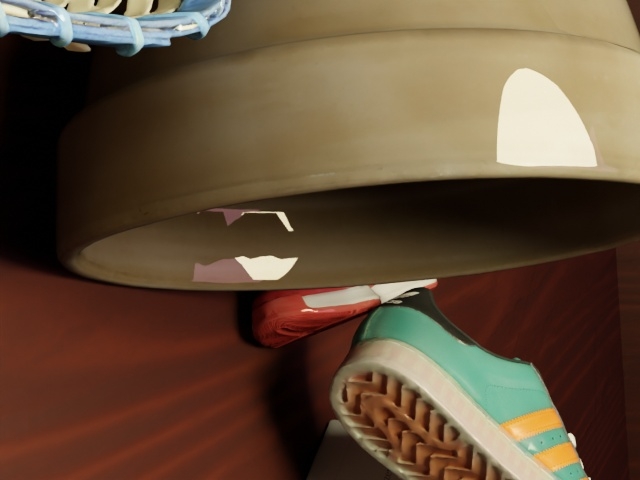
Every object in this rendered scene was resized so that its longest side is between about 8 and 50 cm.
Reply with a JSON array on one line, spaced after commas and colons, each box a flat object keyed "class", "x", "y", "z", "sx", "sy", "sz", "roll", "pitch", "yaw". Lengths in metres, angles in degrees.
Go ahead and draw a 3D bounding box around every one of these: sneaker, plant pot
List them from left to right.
[{"class": "sneaker", "x": 0.000, "y": 0.000, "z": 0.928, "sx": 0.221, "sy": 0.087, "sz": 0.128, "roll": -10, "pitch": 77, "yaw": -64}, {"class": "plant pot", "x": 0.019, "y": -0.131, "z": 0.661, "sx": 0.323, "sy": 0.323, "sz": 0.280, "roll": 20, "pitch": 64, "yaw": -66}, {"class": "sneaker", "x": 0.141, "y": 0.154, "z": 0.876, "sx": 0.302, "sy": 0.108, "sz": 0.121, "roll": 47, "pitch": 42, "yaw": -12}]

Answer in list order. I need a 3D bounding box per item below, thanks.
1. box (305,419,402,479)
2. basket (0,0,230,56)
[{"class": "box", "x": 0.056, "y": 0.260, "z": 0.948, "sx": 0.181, "sy": 0.119, "sz": 0.182, "roll": -63, "pitch": 143, "yaw": -49}, {"class": "basket", "x": -0.090, "y": -0.166, "z": 0.414, "sx": 0.255, "sy": 0.289, "sz": 0.201, "roll": -8, "pitch": 97, "yaw": -67}]
